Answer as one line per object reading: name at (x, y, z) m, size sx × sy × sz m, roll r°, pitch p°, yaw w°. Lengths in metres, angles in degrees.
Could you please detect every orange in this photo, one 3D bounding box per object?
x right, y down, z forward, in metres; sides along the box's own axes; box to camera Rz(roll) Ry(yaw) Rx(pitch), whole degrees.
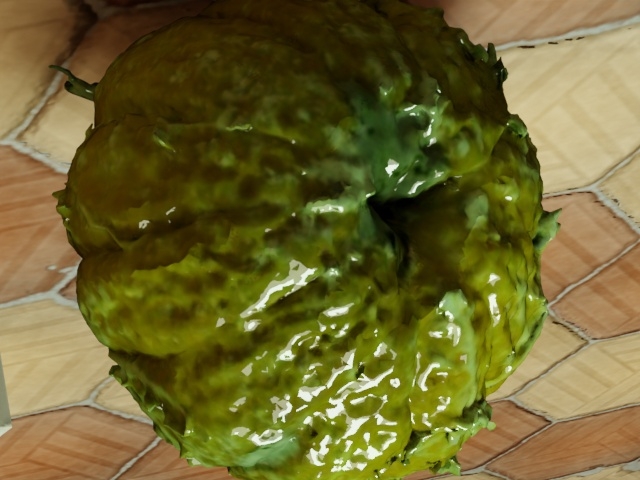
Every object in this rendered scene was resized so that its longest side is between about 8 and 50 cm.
orange at (0.000, 0.000, 0.961) m, size 0.300 × 0.301 × 0.223 m, roll 8°, pitch 167°, yaw -31°

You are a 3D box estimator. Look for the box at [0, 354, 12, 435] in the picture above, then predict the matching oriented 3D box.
box at (-0.305, 0.141, 1.380) m, size 0.024 × 0.090 × 0.167 m, roll 7°, pitch 149°, yaw -40°
